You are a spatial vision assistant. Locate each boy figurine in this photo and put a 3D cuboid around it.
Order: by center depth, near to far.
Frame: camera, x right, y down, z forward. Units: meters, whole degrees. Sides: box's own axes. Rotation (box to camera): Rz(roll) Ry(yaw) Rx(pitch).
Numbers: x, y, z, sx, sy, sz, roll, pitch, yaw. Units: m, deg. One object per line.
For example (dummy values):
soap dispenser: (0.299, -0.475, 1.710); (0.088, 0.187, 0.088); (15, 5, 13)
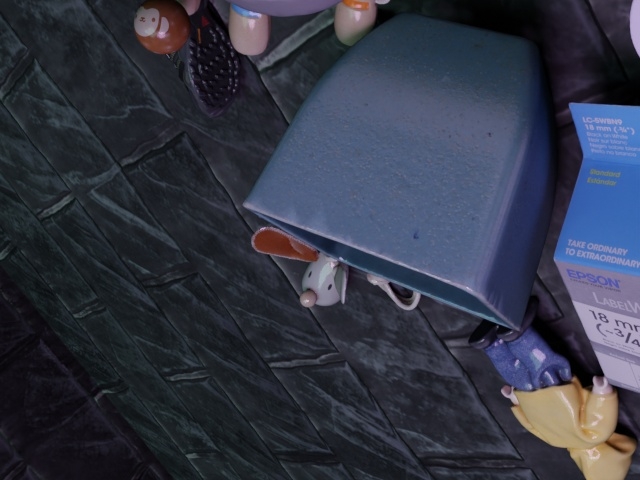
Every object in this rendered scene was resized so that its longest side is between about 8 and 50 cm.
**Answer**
boy figurine: (0.327, 0.211, 1.067); (0.285, 0.092, 0.177); (49, 145, -5)

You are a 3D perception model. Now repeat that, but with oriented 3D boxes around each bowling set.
bowling set: (-0.086, -0.269, 0.765); (0.287, 0.200, 0.154); (29, 141, 18)

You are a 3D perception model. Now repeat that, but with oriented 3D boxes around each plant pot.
plant pot: (0.119, -0.080, 0.827); (0.247, 0.252, 0.247); (21, 175, 25)

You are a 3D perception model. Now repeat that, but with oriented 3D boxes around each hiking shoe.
hiking shoe: (-0.187, -0.285, 1.141); (0.114, 0.086, 0.227); (21, 134, 52)

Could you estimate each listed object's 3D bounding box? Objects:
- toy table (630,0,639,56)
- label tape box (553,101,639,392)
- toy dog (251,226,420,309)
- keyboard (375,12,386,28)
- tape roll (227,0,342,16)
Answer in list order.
toy table: (0.378, -0.192, 0.553); (0.274, 0.161, 0.252); (16, 134, 36)
label tape box: (0.357, 0.037, 0.753); (0.240, 0.106, 0.334); (13, 147, 45)
toy dog: (0.000, 0.000, 1.139); (0.220, 0.161, 0.334); (16, 135, 37)
keyboard: (0.086, -0.190, 0.986); (0.100, 0.038, 0.192); (43, 154, 49)
tape roll: (-0.032, -0.300, 0.659); (0.219, 0.219, 0.072); (45, -173, 2)
